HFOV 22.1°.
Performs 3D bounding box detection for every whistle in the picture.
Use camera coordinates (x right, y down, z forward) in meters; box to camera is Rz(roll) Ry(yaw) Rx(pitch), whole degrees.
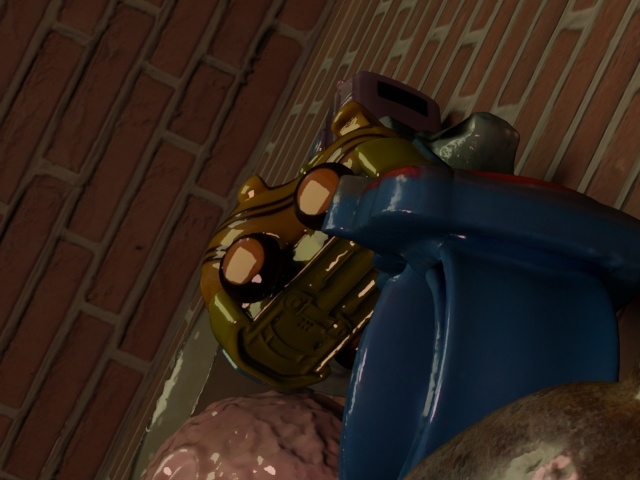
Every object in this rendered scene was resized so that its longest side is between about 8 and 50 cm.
[{"bbox_3d":[0.069,0.018,1.645,0.405,0.168,0.188,-42,25,62],"label":"whistle"}]

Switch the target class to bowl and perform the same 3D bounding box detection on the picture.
[{"bbox_3d":[-0.111,0.219,2.059,0.337,0.157,0.337,-61,11,20],"label":"bowl"}]

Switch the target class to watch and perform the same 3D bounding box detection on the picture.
[{"bbox_3d":[0.097,0.105,1.228,0.305,0.241,0.274,130,151,-69],"label":"watch"}]

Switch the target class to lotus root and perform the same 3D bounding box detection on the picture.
[{"bbox_3d":[0.128,0.186,0.978,0.349,0.175,0.175,-54,15,40],"label":"lotus root"}]

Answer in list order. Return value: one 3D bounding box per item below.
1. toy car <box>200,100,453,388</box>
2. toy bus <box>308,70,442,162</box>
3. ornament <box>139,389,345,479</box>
[{"bbox_3d":[0.000,0.000,1.401,0.248,0.200,0.142,-43,50,5],"label":"toy car"},{"bbox_3d":[0.072,-0.110,2.004,0.202,0.142,0.142,-88,21,-62],"label":"toy bus"},{"bbox_3d":[-0.037,0.256,1.396,0.259,0.259,0.225,-63,11,6],"label":"ornament"}]
